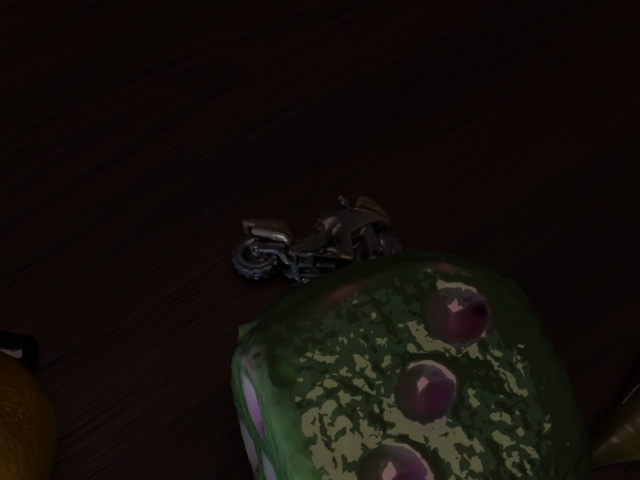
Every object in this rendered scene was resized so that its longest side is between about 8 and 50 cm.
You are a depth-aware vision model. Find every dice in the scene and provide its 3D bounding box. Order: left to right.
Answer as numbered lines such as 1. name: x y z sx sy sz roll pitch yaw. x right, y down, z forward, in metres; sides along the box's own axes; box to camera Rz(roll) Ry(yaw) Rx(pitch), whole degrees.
1. dice: 0.091 0.216 1.367 0.322 0.318 0.330 -16 63 -14

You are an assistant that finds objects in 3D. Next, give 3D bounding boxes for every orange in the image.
1. orange: -0.408 0.232 1.374 0.236 0.236 0.236 2 61 -4

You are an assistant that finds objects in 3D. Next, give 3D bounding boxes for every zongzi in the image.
1. zongzi: 0.463 0.251 1.508 0.228 0.115 0.256 37 70 9

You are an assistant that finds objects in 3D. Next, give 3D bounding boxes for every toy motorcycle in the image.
1. toy motorcycle: 0.000 0.000 1.617 0.229 0.094 0.130 1 56 10

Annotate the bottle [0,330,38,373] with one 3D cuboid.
1. bottle: -0.477 0.134 1.503 0.244 0.082 0.072 8 105 0
